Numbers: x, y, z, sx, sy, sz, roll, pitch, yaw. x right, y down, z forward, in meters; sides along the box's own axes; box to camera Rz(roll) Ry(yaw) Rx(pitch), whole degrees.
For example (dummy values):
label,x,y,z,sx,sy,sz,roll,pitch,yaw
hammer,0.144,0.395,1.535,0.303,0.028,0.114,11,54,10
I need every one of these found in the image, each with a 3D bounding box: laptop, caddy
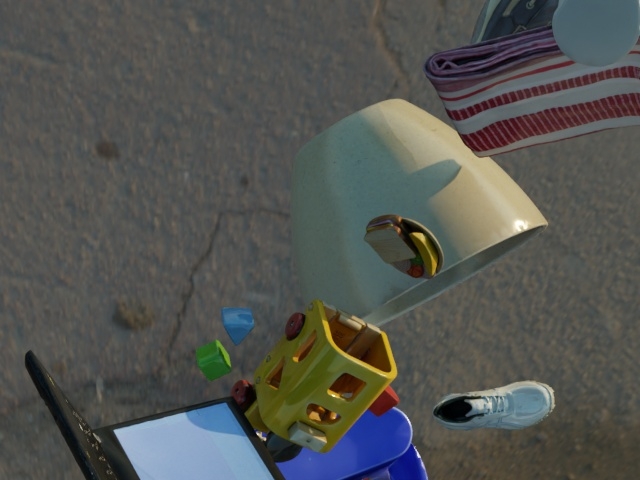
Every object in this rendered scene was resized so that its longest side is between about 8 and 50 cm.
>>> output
label,x,y,z,sx,sy,sz,roll,pitch,yaw
laptop,-0.097,0.199,1.018,0.136,0.264,0.234,-31,61,-10
caddy,-0.011,0.339,1.597,0.341,0.179,0.241,-17,78,-18

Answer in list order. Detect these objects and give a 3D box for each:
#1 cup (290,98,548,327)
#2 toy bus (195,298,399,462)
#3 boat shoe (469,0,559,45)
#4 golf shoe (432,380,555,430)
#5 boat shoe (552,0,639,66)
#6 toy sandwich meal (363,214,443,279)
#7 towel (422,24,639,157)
label,x,y,z,sx,sy,sz,roll,pitch,yaw
cup,0.091,-0.040,1.624,0.331,0.331,0.237,-26,82,-19
toy bus,-0.015,0.161,1.253,0.190,0.202,0.104,-13,35,-1
boat shoe,0.344,-0.366,1.972,0.130,0.132,0.355,29,101,24
golf shoe,0.242,0.239,1.781,0.176,0.086,0.069,-14,79,20
boat shoe,0.252,-0.239,1.092,0.077,0.219,0.070,15,60,12
toy sandwich meal,0.083,0.010,1.247,0.085,0.086,0.029,34,53,8
towel,0.252,-0.156,1.342,0.237,0.329,0.037,-11,76,12
